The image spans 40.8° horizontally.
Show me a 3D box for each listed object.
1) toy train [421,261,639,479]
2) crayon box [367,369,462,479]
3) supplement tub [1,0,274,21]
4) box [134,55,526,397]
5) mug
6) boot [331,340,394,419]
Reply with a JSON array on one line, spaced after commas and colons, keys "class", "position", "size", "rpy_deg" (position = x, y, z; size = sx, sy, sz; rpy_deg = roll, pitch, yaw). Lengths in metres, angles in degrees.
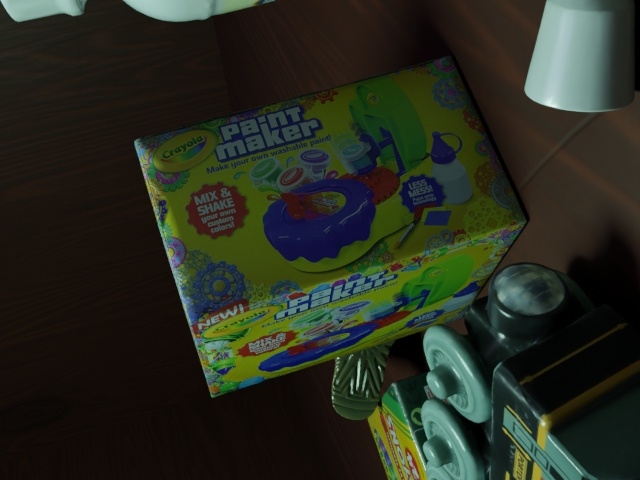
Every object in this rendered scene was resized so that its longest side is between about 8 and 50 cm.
[{"class": "toy train", "position": [0.171, 0.170, 0.643], "size": [0.190, 0.142, 0.334], "rpy_deg": [51, 158, 42]}, {"class": "crayon box", "position": [0.142, 0.305, 1.157], "size": [0.318, 0.081, 0.202], "rpy_deg": [98, 153, -69]}, {"class": "supplement tub", "position": [-0.010, -0.237, 0.398], "size": [0.235, 0.325, 0.235], "rpy_deg": [164, 90, -81]}, {"class": "box", "position": [0.000, 0.000, 0.834], "size": [0.279, 0.290, 0.177], "rpy_deg": [96, 156, -68]}, {"class": "mug", "position": [0.149, -0.117, 0.499], "size": [0.078, 0.062, 0.064], "rpy_deg": [-132, 34, -54]}, {"class": "boot", "position": [0.061, 0.113, 1.240], "size": [0.269, 0.089, 0.236], "rpy_deg": [-72, -1, -81]}]
